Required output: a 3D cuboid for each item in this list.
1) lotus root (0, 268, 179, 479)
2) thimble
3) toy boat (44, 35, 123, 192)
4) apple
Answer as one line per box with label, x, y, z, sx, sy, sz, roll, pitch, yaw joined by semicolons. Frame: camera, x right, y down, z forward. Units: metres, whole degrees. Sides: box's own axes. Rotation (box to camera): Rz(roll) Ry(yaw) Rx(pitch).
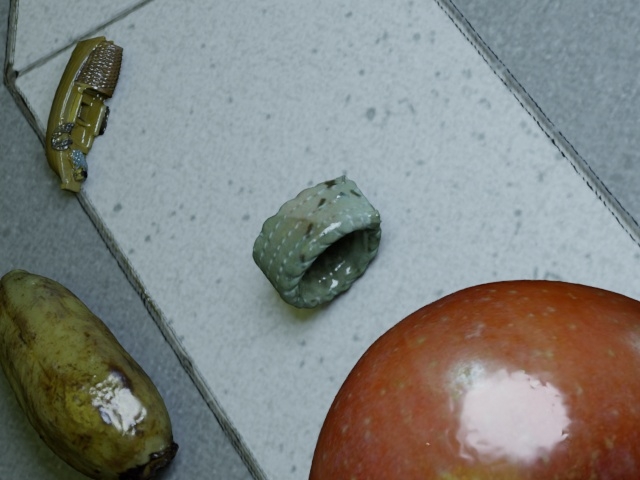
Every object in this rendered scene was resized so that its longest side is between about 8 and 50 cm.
lotus root;-0.222;0.121;1.702;0.258;0.097;0.110;44;104;36
thimble;0.000;0.000;1.598;0.110;0.084;0.062;-50;57;14
toy boat;-0.220;-0.118;1.790;0.049;0.047;0.149;10;82;33
apple;0.154;0.198;1.299;0.348;0.348;0.277;-48;29;12
